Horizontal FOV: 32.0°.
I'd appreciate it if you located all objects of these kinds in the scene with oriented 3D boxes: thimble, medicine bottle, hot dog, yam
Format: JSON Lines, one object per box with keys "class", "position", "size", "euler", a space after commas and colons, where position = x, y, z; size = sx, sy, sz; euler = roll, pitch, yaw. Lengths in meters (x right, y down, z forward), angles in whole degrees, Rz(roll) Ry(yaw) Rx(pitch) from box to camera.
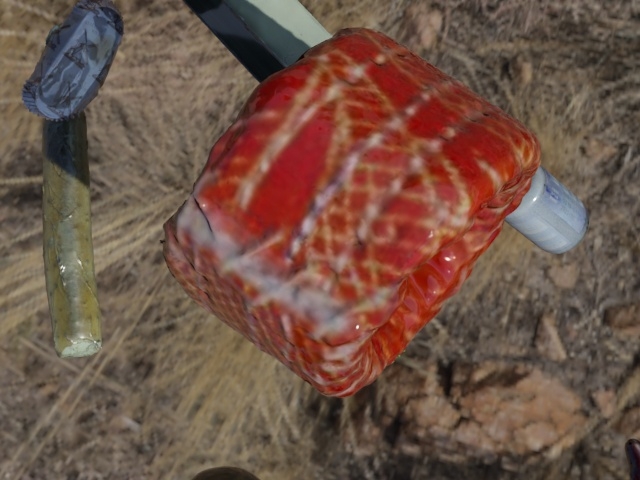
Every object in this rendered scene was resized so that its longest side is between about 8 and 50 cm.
{"class": "thimble", "position": [0.034, -0.025, 1.087], "size": [0.230, 0.350, 0.350], "euler": [38, 135, 14]}
{"class": "medicine bottle", "position": [0.253, -0.058, 1.389], "size": [0.083, 0.084, 0.203], "euler": [-21, 143, 34]}
{"class": "hot dog", "position": [-0.337, -0.251, 1.543], "size": [0.099, 0.192, 0.053], "euler": [31, 176, -37]}
{"class": "yam", "position": [-0.375, -0.013, 1.659], "size": [0.083, 0.083, 0.372], "euler": [-11, 81, 29]}

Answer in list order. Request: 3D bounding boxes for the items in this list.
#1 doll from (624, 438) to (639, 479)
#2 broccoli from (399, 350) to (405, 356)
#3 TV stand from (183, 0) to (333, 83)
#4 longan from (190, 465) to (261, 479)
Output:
{"class": "doll", "position": [0.557, 0.275, 1.624], "size": [0.209, 0.340, 0.318], "euler": [21, 142, 10]}
{"class": "broccoli", "position": [-0.002, 0.002, 1.589], "size": [0.413, 0.310, 0.321], "euler": [57, 165, -2]}
{"class": "TV stand", "position": [-0.112, -0.320, 1.452], "size": [0.269, 0.088, 0.083], "euler": [48, 153, -3]}
{"class": "longan", "position": [-0.148, 0.482, 1.922], "size": [0.204, 0.159, 0.185], "euler": [38, 176, 33]}
